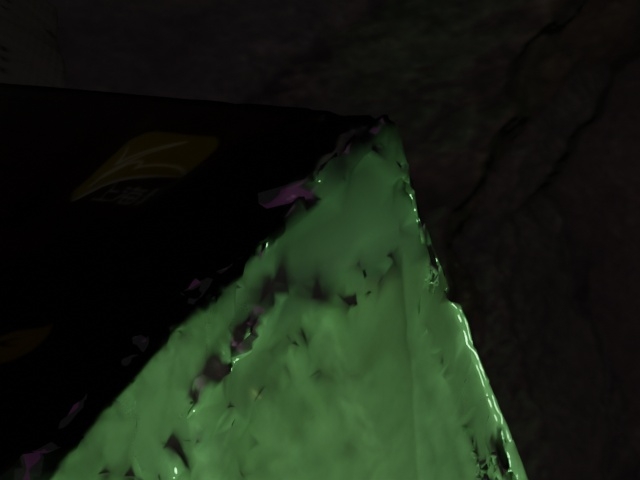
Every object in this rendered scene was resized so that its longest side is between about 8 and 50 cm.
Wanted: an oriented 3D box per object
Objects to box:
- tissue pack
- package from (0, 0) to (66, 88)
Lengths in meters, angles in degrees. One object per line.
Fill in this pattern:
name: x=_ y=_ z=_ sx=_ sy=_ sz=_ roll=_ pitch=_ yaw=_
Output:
tissue pack: x=-0.138 y=0.079 z=0.485 sx=0.198 sy=0.370 sz=0.210 roll=-49 pitch=131 yaw=-31
package: x=-0.229 y=-0.125 z=0.732 sx=0.250 sy=0.062 sz=0.204 roll=15 pitch=23 yaw=-16
